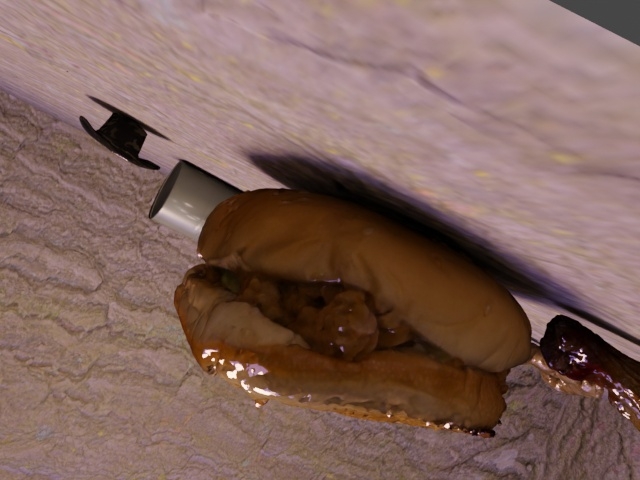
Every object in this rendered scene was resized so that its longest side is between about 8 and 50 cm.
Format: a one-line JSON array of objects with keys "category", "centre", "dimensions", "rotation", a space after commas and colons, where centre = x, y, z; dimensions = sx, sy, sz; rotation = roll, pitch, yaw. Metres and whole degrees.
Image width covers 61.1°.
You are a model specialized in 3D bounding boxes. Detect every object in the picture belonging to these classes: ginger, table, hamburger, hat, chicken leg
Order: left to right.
[{"category": "hat", "centre": [-0.261, -0.137, 0.723], "dimensions": [0.121, 0.050, 0.121], "rotation": [32, 178, 1]}, {"category": "table", "centre": [-0.196, -0.047, 1.035], "dimensions": [0.220, 0.126, 0.126], "rotation": [30, 177, -25]}, {"category": "hamburger", "centre": [0.024, 0.065, 0.497], "dimensions": [0.284, 0.174, 0.305], "rotation": [26, 178, -25]}, {"category": "ginger", "centre": [0.447, 0.240, 1.043], "dimensions": [0.259, 0.065, 0.149], "rotation": [36, 160, -34]}, {"category": "chicken leg", "centre": [0.323, 0.157, 0.483], "dimensions": [0.323, 0.083, 0.177], "rotation": [26, -167, -41]}]
